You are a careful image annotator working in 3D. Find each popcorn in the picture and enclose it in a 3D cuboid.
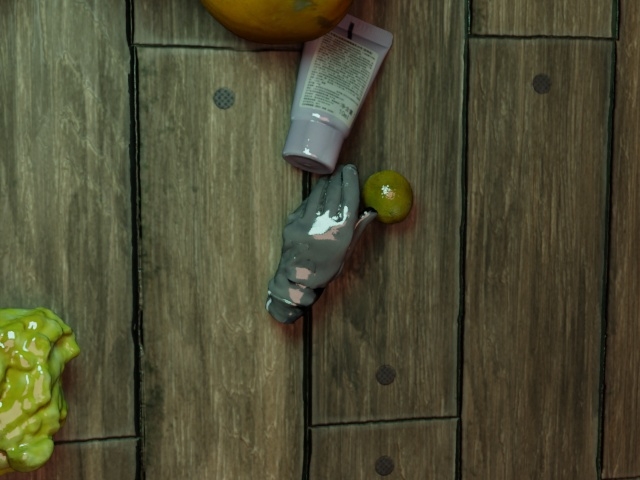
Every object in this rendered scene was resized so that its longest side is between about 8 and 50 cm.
[{"bbox_3d":[-0.496,0.225,1.363,0.241,0.235,0.250,-3,77,11],"label":"popcorn"}]

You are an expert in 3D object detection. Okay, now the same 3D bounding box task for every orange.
[{"bbox_3d":[-0.063,-0.447,1.353,0.312,0.312,0.312,-1,96,-13],"label":"orange"},{"bbox_3d":[0.116,-0.072,1.547,0.085,0.085,0.095,-28,109,-9],"label":"orange"}]

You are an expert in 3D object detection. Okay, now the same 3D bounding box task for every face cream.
[{"bbox_3d":[0.017,-0.251,1.509,0.154,0.096,0.274,20,78,-12],"label":"face cream"}]

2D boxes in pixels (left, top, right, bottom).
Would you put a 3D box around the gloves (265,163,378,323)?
[{"bbox_3d":[0.000,0.007,1.508,0.142,0.119,0.286,19,92,-16],"label":"gloves"}]
